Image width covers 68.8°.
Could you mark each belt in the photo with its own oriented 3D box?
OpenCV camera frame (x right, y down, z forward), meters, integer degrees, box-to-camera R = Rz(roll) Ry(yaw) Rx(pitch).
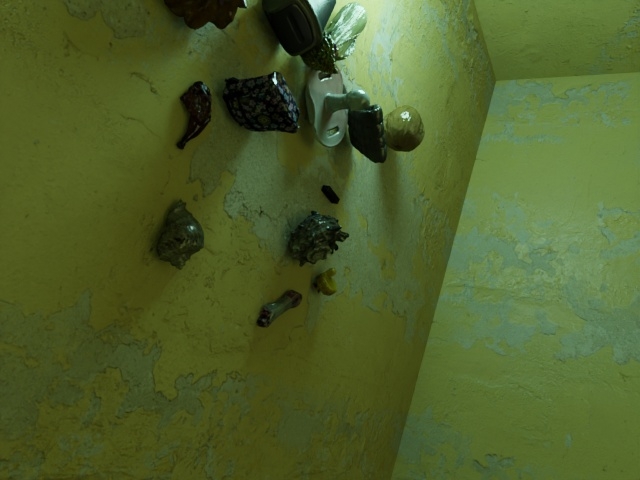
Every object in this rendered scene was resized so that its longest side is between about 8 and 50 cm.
[{"bbox_3d":[-0.157,0.258,1.812,0.232,0.053,0.071,-32,131,-48],"label":"belt"}]

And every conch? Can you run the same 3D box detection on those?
[{"bbox_3d":[-0.407,-0.013,1.368,0.155,0.130,0.207,97,-14,-75],"label":"conch"},{"bbox_3d":[-0.012,0.004,1.870,0.240,0.186,0.313,-59,169,14],"label":"conch"}]

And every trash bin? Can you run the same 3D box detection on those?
[{"bbox_3d":[-0.069,-0.791,1.594,0.209,0.182,0.290,55,48,-44],"label":"trash bin"}]

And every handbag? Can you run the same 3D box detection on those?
[{"bbox_3d":[-0.189,-0.426,1.477,0.228,0.208,0.126,55,38,-54],"label":"handbag"}]

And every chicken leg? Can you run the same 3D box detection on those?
[{"bbox_3d":[-0.367,-0.364,1.366,0.093,0.053,0.205,3,88,-33],"label":"chicken leg"}]

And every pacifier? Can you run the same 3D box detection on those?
[{"bbox_3d":[0.049,-0.525,1.796,0.221,0.273,0.332,-15,114,-13],"label":"pacifier"}]

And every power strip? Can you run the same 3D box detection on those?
[{"bbox_3d":[0.043,-0.197,2.015,0.111,0.038,0.029,47,60,-48],"label":"power strip"}]

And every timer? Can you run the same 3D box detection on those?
[{"bbox_3d":[0.035,0.181,2.025,0.107,0.109,0.107,47,19,-22],"label":"timer"}]

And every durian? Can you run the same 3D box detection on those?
[{"bbox_3d":[-0.007,-0.691,1.671,0.119,0.186,0.108,-9,149,-25],"label":"durian"}]

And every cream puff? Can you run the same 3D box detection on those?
[{"bbox_3d":[-0.313,-0.716,1.281,0.241,0.155,0.268,-11,113,-49],"label":"cream puff"}]

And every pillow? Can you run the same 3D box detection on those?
[{"bbox_3d":[0.185,-0.473,1.951,0.326,0.101,0.228,-113,-171,-61],"label":"pillow"}]

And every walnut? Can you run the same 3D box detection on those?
[{"bbox_3d":[0.411,-0.557,2.328,0.228,0.228,0.227,-18,112,-53],"label":"walnut"}]

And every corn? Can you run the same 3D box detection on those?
[{"bbox_3d":[0.089,-0.826,1.858,0.305,0.122,0.123,-62,161,-25],"label":"corn"}]
